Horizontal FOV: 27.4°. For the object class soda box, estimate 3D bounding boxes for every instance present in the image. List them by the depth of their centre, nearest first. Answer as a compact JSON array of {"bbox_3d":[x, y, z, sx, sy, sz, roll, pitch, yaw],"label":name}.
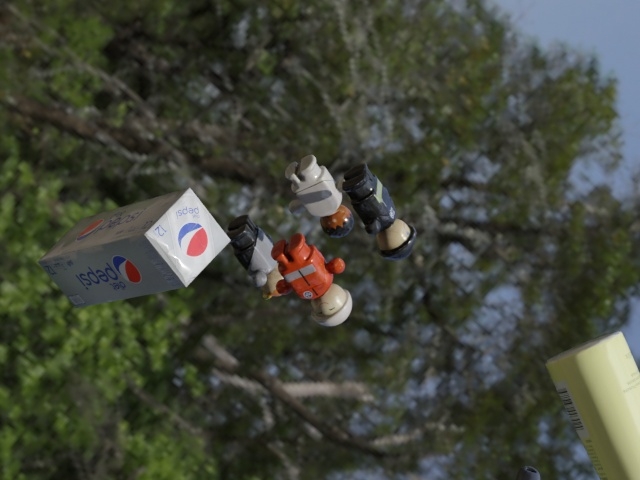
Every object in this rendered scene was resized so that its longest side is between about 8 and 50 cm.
[{"bbox_3d":[-0.249,0.014,1.718,0.286,0.091,0.098,-12,-150,50],"label":"soda box"}]

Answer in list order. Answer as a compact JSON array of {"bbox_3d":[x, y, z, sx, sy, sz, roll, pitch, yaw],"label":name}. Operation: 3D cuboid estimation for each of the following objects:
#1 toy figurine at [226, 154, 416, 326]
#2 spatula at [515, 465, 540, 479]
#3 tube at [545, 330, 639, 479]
[{"bbox_3d":[0.000,0.000,1.805,0.213,0.148,0.209,-47,-148,-19],"label":"toy figurine"},{"bbox_3d":[0.236,0.326,1.539,0.296,0.084,0.030,-44,152,-74],"label":"spatula"},{"bbox_3d":[0.239,0.185,0.947,0.070,0.240,0.062,-20,174,-28],"label":"tube"}]
